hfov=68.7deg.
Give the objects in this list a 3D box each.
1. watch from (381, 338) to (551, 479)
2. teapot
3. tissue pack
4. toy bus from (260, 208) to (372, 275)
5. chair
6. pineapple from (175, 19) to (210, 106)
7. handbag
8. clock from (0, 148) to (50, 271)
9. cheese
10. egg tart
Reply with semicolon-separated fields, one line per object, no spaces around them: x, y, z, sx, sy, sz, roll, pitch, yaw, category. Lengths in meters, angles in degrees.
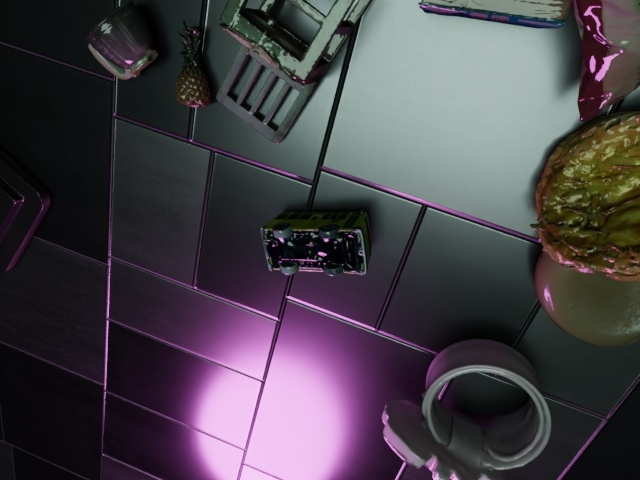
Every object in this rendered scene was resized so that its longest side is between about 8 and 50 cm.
0.251;0.290;0.801;0.244;0.196;0.232;28;112;6;watch
-0.309;-0.312;0.746;0.092;0.124;0.091;-44;119;-12;teapot
0.211;-0.307;0.561;0.169;0.120;0.082;14;116;11;tissue pack
0.000;0.000;0.779;0.174;0.101;0.088;1;115;21;toy bus
-0.062;-0.262;0.650;0.136;0.147;0.270;37;118;-4;chair
-0.198;-0.276;0.739;0.058;0.058;0.125;14;111;10;pineapple
0.360;-0.269;0.485;0.235;0.127;0.213;-38;132;5;handbag
-0.724;-0.092;0.979;0.273;0.049;0.279;43;118;-6;clock
0.412;0.065;0.695;0.202;0.091;0.175;37;117;-3;cheese
0.403;-0.057;0.597;0.098;0.232;0.252;18;144;-38;egg tart
